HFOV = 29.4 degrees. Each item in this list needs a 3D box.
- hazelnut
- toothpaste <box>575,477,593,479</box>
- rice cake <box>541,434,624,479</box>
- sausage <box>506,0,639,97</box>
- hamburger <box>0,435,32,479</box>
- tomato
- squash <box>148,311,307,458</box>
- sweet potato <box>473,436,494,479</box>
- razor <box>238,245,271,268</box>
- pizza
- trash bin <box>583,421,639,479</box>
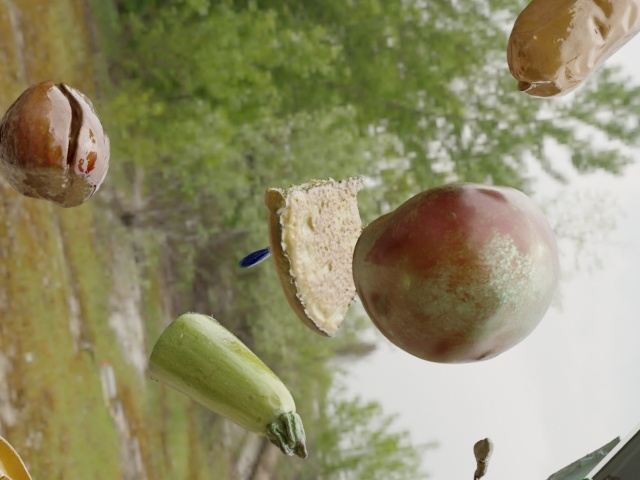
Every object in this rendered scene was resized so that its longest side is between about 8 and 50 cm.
[{"bbox_3d":[-0.318,-0.117,1.464,0.154,0.143,0.143,42,32,-56],"label":"hazelnut"},{"bbox_3d":[0.192,0.348,1.168,0.050,0.267,0.065,38,-16,6],"label":"toothpaste"},{"bbox_3d":[0.409,0.361,1.918,0.042,0.180,0.030,40,33,-18],"label":"rice cake"},{"bbox_3d":[0.346,-0.288,1.629,0.136,0.241,0.120,56,-11,-33],"label":"sausage"},{"bbox_3d":[-0.541,0.423,1.772,0.274,0.212,0.275,-22,90,-87],"label":"hamburger"},{"bbox_3d":[0.183,0.051,1.598,0.270,0.270,0.223,98,-23,-77],"label":"tomato"},{"bbox_3d":[-0.114,0.226,1.883,0.137,0.287,0.137,-49,157,-30],"label":"squash"},{"bbox_3d":[0.303,0.404,2.284,0.041,0.038,0.153,-47,155,-32],"label":"sweet potato"},{"bbox_3d":[-0.084,0.014,2.245,0.044,0.154,0.028,61,-27,9],"label":"razor"},{"bbox_3d":[0.000,0.000,2.018,0.089,0.223,0.323,19,-38,37],"label":"pizza"},{"bbox_3d":[0.340,0.285,1.354,0.101,0.236,0.176,43,5,16],"label":"trash bin"}]
